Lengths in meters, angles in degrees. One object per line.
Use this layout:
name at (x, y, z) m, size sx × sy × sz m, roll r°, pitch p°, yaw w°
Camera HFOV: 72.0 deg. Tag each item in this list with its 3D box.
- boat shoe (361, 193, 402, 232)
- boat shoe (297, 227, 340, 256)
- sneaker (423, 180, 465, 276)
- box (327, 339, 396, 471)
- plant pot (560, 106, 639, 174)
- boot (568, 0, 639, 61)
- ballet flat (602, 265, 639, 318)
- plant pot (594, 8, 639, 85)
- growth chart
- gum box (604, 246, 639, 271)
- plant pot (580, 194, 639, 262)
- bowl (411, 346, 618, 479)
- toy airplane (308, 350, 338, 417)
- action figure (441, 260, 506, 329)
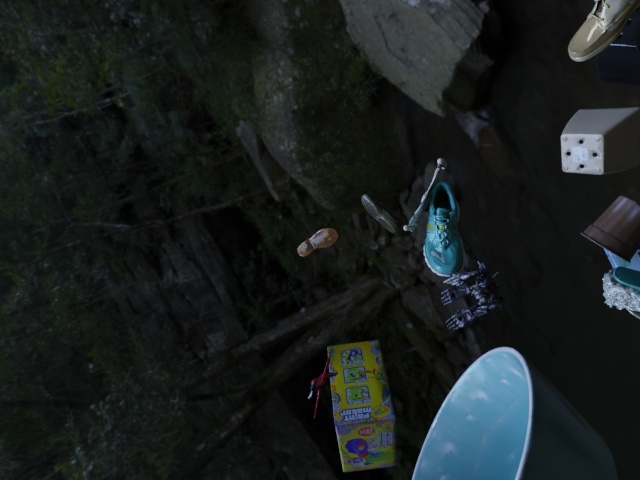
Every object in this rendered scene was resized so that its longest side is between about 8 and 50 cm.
boat shoe at (0.282, -0.134, 2.021) m, size 0.223 × 0.073 × 0.080 m, roll 47°, pitch 156°, yaw 9°
boat shoe at (0.000, 0.000, 1.756) m, size 0.073 × 0.207 × 0.073 m, roll -21°, pitch -92°, yaw -56°
sneaker at (0.323, -0.034, 1.176) m, size 0.110 × 0.107 × 0.275 m, roll 59°, pitch -151°, yaw -57°
box at (0.132, 0.525, 1.405) m, size 0.279 × 0.177 × 0.290 m, roll -97°, pitch -1°, yaw -52°
plant pot at (0.502, -0.173, 0.803) m, size 0.109 × 0.096 × 0.109 m, roll 19°, pitch 132°, yaw 53°
boot at (0.670, -0.581, 1.041) m, size 0.203 × 0.262 × 0.095 m, roll 17°, pitch -145°, yaw -38°
ballet flat at (0.979, 0.190, 1.176) m, size 0.409 × 0.147 × 0.147 m, roll 25°, pitch 156°, yaw 36°
plant pot at (0.882, -0.558, 1.223) m, size 0.167 × 0.188 × 0.187 m, roll 19°, pitch -166°, yaw -36°
growth chart at (0.304, -0.126, 1.257) m, size 0.021 × 0.237 × 0.172 m, roll 27°, pitch -177°, yaw 16°
gum box at (1.076, 0.036, 1.483) m, size 0.041 × 0.184 × 0.157 m, roll 42°, pitch -146°, yaw -57°
plant pot at (0.955, -0.043, 1.394) m, size 0.167 × 0.165 × 0.167 m, roll 26°, pitch -160°, yaw -10°
bowl at (0.253, 0.318, 0.575) m, size 0.163 × 0.311 × 0.311 m, roll 29°, pitch -178°, yaw 5°
toy airplane at (0.005, 0.304, 0.970) m, size 0.151 × 0.028 × 0.151 m, roll 15°, pitch -90°, yaw -71°
action figure at (0.439, 0.158, 1.287) m, size 0.275 × 0.141 × 0.164 m, roll -13°, pitch -98°, yaw -48°
